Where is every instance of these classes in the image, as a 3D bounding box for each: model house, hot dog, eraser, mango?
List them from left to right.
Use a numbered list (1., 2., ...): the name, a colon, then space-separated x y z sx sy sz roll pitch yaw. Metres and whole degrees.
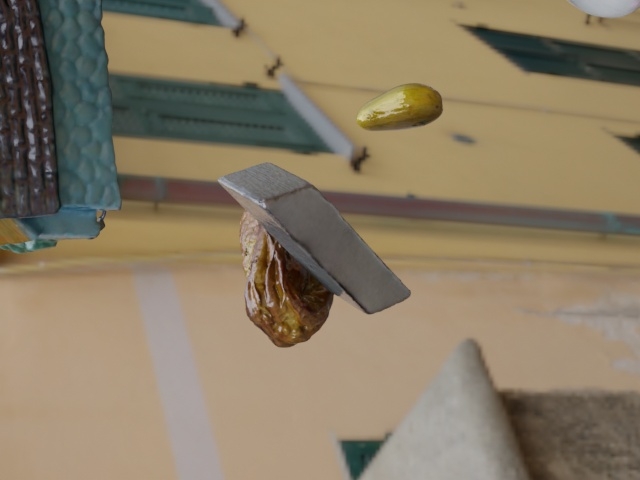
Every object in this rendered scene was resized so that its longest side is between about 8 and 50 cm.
1. model house: -0.362 -0.112 1.307 0.225 0.241 0.261 -6 91 37
2. hot dog: -0.054 0.034 1.986 0.114 0.175 0.259 -29 35 17
3. eraser: 0.001 -0.001 1.842 0.077 0.352 0.111 -51 44 -7
4. mango: 0.143 -0.239 2.356 0.103 0.161 0.076 50 -153 -76

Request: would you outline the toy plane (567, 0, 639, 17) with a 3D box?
1. toy plane: 0.254 -0.349 1.326 0.122 0.266 0.267 -34 55 54
